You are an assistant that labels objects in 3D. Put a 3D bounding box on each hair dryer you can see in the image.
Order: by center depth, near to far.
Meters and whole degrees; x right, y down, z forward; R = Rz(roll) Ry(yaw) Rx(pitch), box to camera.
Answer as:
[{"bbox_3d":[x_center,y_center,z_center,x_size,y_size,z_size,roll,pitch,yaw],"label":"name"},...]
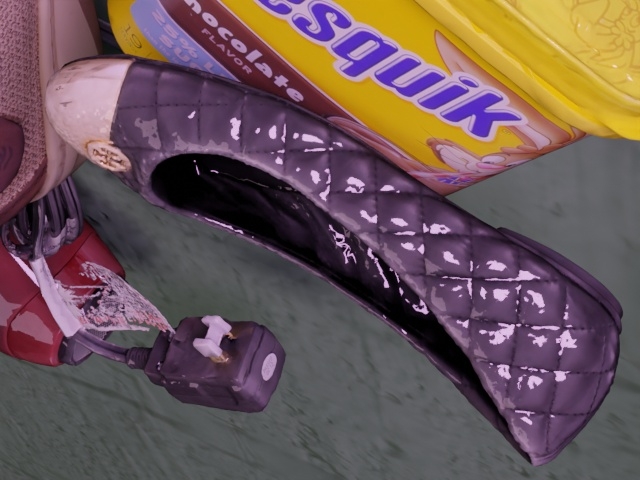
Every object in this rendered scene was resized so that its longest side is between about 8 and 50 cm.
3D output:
[{"bbox_3d":[-0.145,-0.035,0.773,0.294,0.080,0.223,4,128,41],"label":"hair dryer"}]

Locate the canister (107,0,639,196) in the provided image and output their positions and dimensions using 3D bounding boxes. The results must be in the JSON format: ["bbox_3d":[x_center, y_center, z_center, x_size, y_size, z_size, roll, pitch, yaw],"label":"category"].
[{"bbox_3d":[0.020,-0.068,0.444,0.126,0.073,0.170,38,159,-12],"label":"canister"}]

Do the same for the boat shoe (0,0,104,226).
[{"bbox_3d":[-0.150,-0.105,0.507,0.123,0.123,0.342,27,147,18],"label":"boat shoe"}]

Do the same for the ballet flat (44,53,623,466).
[{"bbox_3d":[0.000,0.000,0.452,0.173,0.049,0.057,28,161,6],"label":"ballet flat"}]
